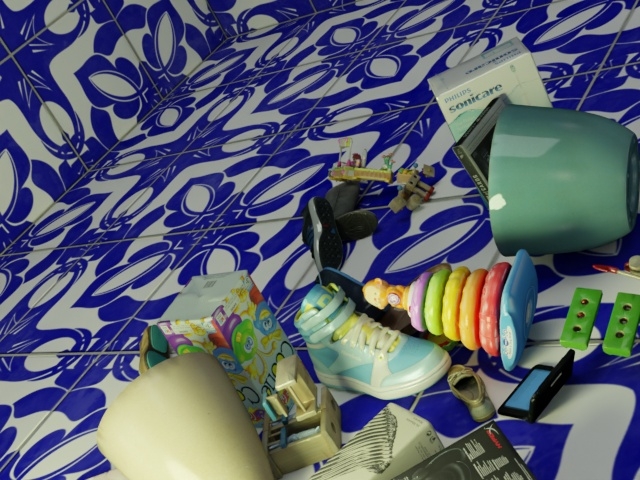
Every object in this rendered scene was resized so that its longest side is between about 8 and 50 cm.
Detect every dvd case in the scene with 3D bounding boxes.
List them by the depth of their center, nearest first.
[{"bbox_3d":[0.378,-0.146,2.098,0.030,0.238,0.179,-14,28,50],"label":"dvd case"}]

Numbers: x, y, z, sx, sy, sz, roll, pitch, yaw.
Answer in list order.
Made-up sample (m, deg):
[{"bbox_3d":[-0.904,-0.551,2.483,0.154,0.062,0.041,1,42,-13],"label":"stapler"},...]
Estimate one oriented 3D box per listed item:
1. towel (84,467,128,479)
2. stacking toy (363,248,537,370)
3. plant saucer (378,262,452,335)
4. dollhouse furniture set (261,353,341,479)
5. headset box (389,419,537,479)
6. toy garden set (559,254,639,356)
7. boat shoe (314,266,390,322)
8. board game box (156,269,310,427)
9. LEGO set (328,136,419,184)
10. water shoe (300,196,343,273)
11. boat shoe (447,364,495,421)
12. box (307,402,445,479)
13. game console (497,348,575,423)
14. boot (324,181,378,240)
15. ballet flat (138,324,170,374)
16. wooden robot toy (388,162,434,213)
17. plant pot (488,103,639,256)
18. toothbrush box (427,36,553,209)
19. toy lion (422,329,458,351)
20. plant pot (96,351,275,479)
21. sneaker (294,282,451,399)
[{"bbox_3d":[-0.357,0.526,1.849,0.317,0.053,0.332,-22,27,13],"label":"towel"},{"bbox_3d":[0.214,0.107,1.794,0.302,0.175,0.165,7,38,21],"label":"stacking toy"},{"bbox_3d":[0.188,0.125,1.982,0.198,0.036,0.198,-43,12,11],"label":"plant saucer"},{"bbox_3d":[-0.058,0.294,1.812,0.129,0.183,0.129,-23,27,13],"label":"dollhouse furniture set"},{"bbox_3d":[0.177,0.415,1.445,0.293,0.110,0.218,-30,26,-2],"label":"headset box"},{"bbox_3d":[0.528,0.107,1.631,0.244,0.049,0.203,6,54,29],"label":"toy garden set"},{"bbox_3d":[0.042,0.118,2.108,0.089,0.109,0.258,-53,20,-8],"label":"boat shoe"},{"bbox_3d":[-0.161,0.211,1.959,0.144,0.275,0.142,-9,33,36],"label":"board game box"},{"bbox_3d":[0.116,-0.197,2.547,0.132,0.107,0.287,7,-1,-38],"label":"LEGO set"},{"bbox_3d":[0.000,0.000,2.368,0.080,0.073,0.203,-41,47,48],"label":"water shoe"},{"bbox_3d":[0.249,0.248,1.741,0.056,0.048,0.153,-28,26,3],"label":"boat shoe"},{"bbox_3d":[0.065,0.389,1.622,0.275,0.094,0.113,-40,29,-22],"label":"box"},{"bbox_3d":[0.347,0.228,1.659,0.071,0.107,0.122,30,59,28],"label":"game console"},{"bbox_3d":[0.071,-0.074,2.485,0.190,0.076,0.208,-13,23,25],"label":"boot"},{"bbox_3d":[-0.376,0.274,2.318,0.073,0.080,0.232,-53,19,15],"label":"ballet flat"},{"bbox_3d":[0.213,-0.107,2.421,0.173,0.076,0.079,-53,-1,-39],"label":"wooden robot toy"},{"bbox_3d":[0.466,-0.111,1.918,0.235,0.293,0.293,2,38,24],"label":"plant pot"},{"bbox_3d":[0.390,-0.251,2.211,0.216,0.295,0.126,-26,27,9],"label":"toothbrush box"},{"bbox_3d":[0.238,0.170,1.916,0.100,0.034,0.096,-15,36,26],"label":"toy lion"},{"bbox_3d":[-0.196,0.374,1.736,0.256,0.256,0.274,-37,59,-14],"label":"plant pot"},{"bbox_3d":[0.073,0.172,1.863,0.319,0.208,0.127,-6,32,44],"label":"sneaker"}]
